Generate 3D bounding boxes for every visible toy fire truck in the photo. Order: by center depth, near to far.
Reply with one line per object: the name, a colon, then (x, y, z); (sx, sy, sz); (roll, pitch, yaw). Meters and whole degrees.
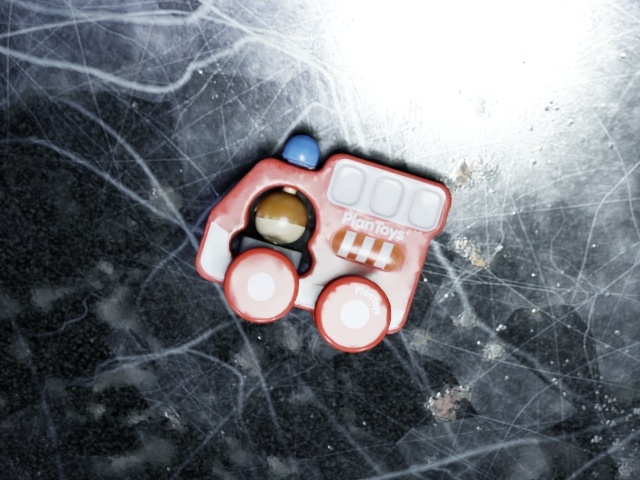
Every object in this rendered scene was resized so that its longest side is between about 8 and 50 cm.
toy fire truck: (0.000, 0.000, 1.735); (0.302, 0.169, 0.254); (18, 90, -2)
